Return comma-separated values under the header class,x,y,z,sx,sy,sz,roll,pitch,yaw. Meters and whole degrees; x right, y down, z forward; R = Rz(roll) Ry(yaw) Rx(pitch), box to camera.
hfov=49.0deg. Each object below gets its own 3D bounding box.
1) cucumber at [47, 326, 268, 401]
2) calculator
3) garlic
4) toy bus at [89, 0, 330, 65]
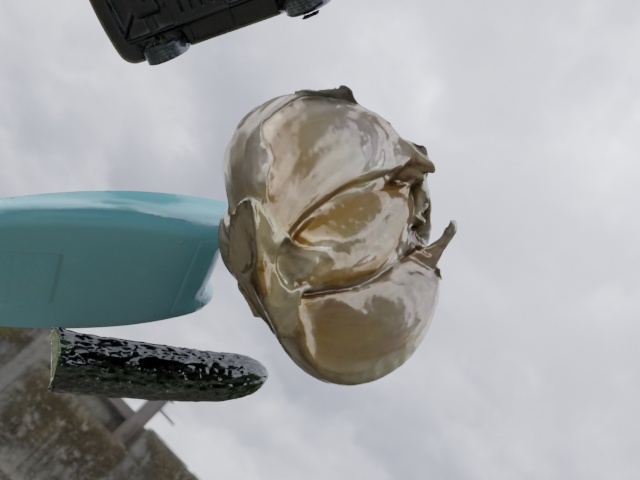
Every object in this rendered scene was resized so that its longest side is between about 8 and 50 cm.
class,x,y,z,sx,sy,sz,roll,pitch,yaw
cucumber,-0.145,0.120,0.656,0.058,0.214,0.052,-63,-146,22
calculator,-0.294,0.033,0.913,0.256,0.386,0.054,-59,-139,41
garlic,0.000,0.000,0.569,0.143,0.178,0.229,-14,-85,59
toy bus,-0.109,-0.356,0.879,0.365,0.202,0.177,-10,-61,24
